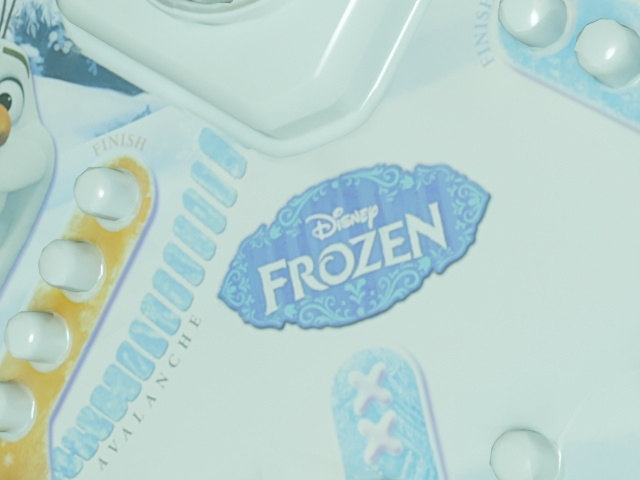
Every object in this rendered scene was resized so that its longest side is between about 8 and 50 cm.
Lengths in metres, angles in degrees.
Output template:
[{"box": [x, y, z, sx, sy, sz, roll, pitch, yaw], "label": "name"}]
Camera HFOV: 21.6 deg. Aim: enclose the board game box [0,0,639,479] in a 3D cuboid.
[{"box": [-0.024, -0.098, 0.443, 0.390, 0.050, 0.390, -20, 73, 28], "label": "board game box"}]
